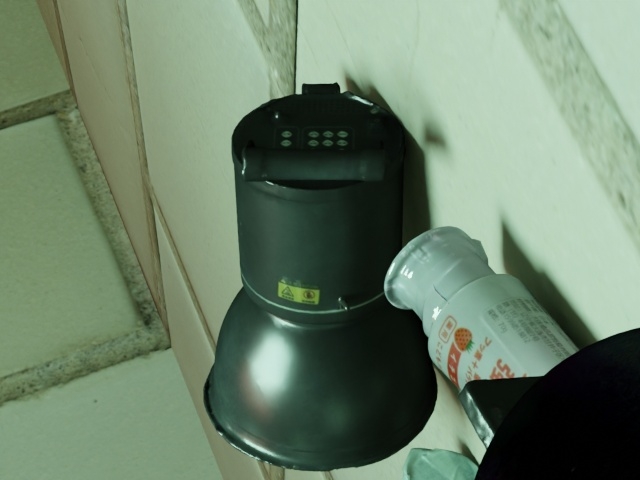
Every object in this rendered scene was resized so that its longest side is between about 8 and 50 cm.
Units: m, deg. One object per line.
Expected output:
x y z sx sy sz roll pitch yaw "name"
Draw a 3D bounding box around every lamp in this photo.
0.000 0.000 0.992 0.172 0.147 0.227 -85 -4 -54 "lamp"

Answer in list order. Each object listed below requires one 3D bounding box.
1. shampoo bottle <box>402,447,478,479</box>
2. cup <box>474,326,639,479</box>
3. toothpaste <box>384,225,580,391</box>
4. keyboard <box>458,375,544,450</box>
0.085 0.217 1.108 0.212 0.049 0.072 82 167 -48 "shampoo bottle"
0.134 0.138 0.449 0.177 0.166 0.239 -153 46 -79 "cup"
0.113 0.081 0.760 0.234 0.057 0.089 48 160 38 "toothpaste"
0.154 0.164 0.578 0.309 0.101 0.018 60 139 36 "keyboard"
